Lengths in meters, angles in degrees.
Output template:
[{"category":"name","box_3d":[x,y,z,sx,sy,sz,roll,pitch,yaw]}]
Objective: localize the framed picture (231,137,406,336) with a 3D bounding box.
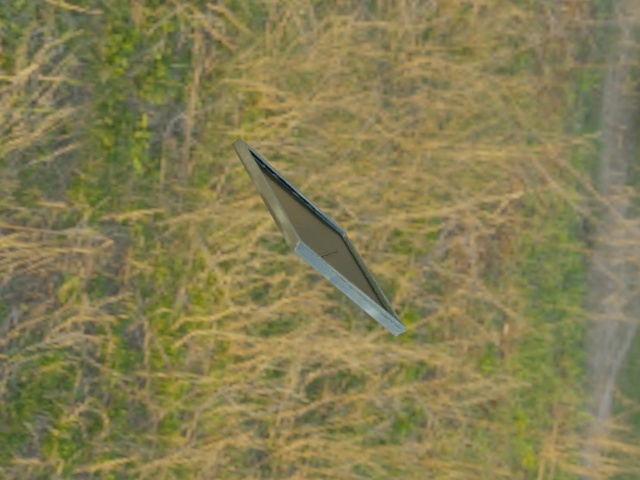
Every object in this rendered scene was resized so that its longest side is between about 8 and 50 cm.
[{"category":"framed picture","box_3d":[0.000,0.000,0.446,0.007,0.066,0.089,-38,141,9]}]
